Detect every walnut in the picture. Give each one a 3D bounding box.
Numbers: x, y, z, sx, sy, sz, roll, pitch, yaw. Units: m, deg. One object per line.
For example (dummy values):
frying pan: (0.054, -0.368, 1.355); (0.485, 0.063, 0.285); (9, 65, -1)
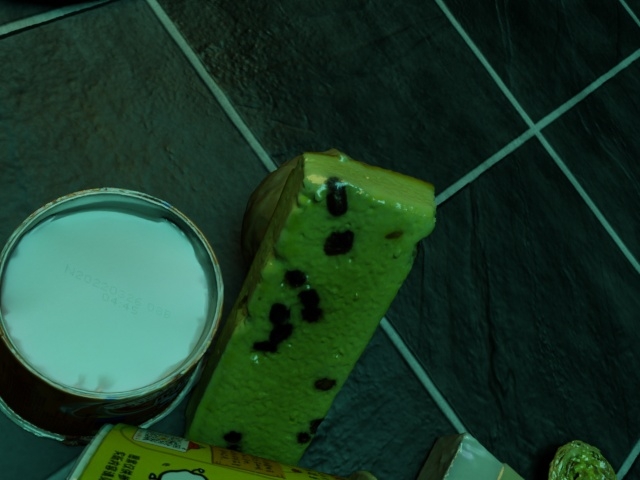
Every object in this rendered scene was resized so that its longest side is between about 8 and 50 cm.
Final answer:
walnut: (0.000, 0.000, 0.736); (0.213, 0.213, 0.213); (9, 67, -22)

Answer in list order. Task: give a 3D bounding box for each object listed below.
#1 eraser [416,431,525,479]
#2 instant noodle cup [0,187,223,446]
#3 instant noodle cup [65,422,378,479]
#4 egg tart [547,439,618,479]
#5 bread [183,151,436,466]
eraser: (0.263, 0.407, 0.773); (0.343, 0.078, 0.144); (41, 58, -5)
instant noodle cup: (-0.218, 0.074, 0.613); (0.251, 0.192, 0.250); (8, 68, -21)
instant noodle cup: (-0.117, 0.317, 0.516); (0.254, 0.325, 0.325); (22, 63, -5)
egg tart: (0.361, 0.349, 0.855); (0.129, 0.049, 0.128); (9, 67, -22)
bread: (-0.021, 0.085, 0.623); (0.138, 0.361, 0.077); (19, 26, -14)
